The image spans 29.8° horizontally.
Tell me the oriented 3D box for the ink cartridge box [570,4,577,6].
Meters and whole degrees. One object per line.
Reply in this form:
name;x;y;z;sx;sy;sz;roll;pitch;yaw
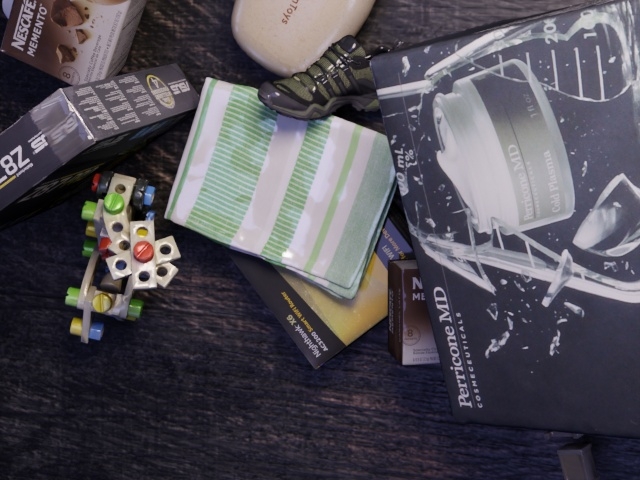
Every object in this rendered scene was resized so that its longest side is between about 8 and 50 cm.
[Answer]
ink cartridge box;0.364;-0.180;1.656;0.172;0.100;0.237;32;108;11

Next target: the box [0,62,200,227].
box;-0.380;-0.128;1.768;0.318;0.395;0.097;-34;92;20

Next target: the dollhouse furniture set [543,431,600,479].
dollhouse furniture set;0.332;0.255;1.762;0.161;0.101;0.181;-10;96;45

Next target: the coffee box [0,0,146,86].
coffee box;-0.340;-0.383;1.760;0.168;0.119;0.297;26;125;-2

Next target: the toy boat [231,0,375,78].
toy boat;-0.063;-0.408;1.761;0.318;0.148;0.267;39;114;2

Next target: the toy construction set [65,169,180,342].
toy construction set;-0.310;0.023;1.837;0.151;0.328;0.215;19;68;-15

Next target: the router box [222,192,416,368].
router box;0.000;0.000;1.823;0.243;0.081;0.309;-40;85;21

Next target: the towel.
towel;-0.058;-0.080;1.767;0.325;0.038;0.247;22;104;16

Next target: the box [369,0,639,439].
box;0.363;-0.042;1.381;0.472;0.297;0.479;-4;103;50

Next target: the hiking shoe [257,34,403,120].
hiking shoe;0.012;-0.241;1.712;0.086;0.227;0.114;42;133;43

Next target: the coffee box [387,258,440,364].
coffee box;0.223;0.093;1.698;0.247;0.098;0.141;-2;98;-9

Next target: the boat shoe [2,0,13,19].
boat shoe;-0.368;-0.428;1.875;0.301;0.102;0.108;-30;112;29
